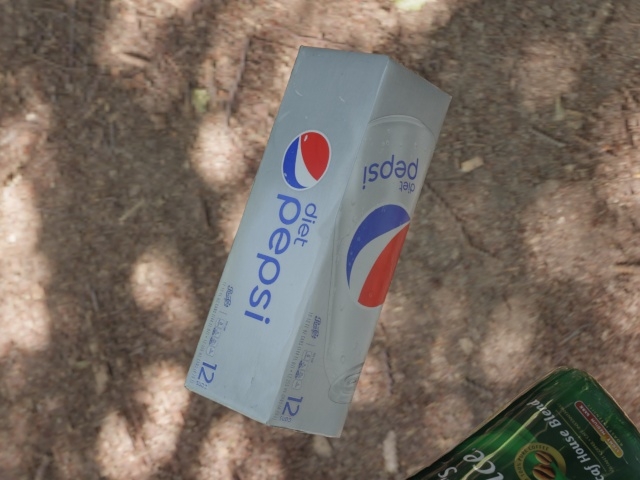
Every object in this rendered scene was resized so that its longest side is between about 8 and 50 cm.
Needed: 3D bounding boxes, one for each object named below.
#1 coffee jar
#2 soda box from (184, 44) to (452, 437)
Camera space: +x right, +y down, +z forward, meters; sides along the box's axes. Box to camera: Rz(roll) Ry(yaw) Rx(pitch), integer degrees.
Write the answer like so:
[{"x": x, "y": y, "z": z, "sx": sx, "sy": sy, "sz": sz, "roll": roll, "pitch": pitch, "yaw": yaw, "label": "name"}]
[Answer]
[{"x": 0.086, "y": 0.148, "z": 0.578, "sx": 0.096, "sy": 0.184, "sz": 0.079, "roll": 53, "pitch": 155, "yaw": 20, "label": "coffee jar"}, {"x": 0.000, "y": 0.000, "z": 0.851, "sx": 0.098, "sy": 0.091, "sz": 0.286, "roll": 15, "pitch": 86, "yaw": 42, "label": "soda box"}]
